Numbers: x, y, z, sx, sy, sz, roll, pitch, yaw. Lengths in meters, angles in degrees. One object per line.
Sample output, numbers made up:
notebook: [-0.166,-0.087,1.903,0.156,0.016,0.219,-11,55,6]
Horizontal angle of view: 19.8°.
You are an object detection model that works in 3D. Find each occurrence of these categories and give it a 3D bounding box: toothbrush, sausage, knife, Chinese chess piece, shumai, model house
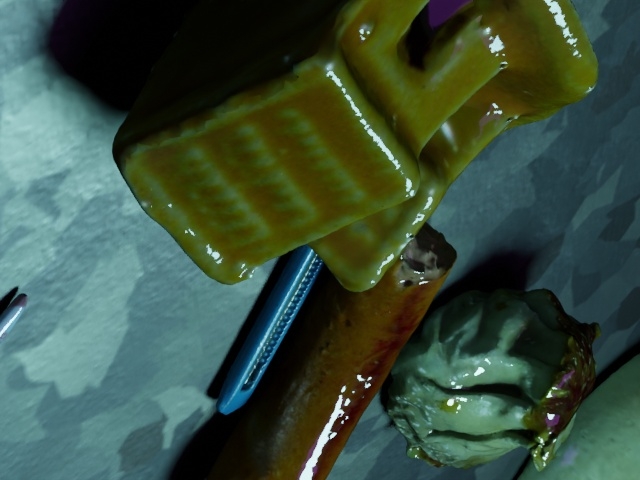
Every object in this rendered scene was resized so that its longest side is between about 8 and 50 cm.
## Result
toothbrush: [-0.229,0.107,1.058,0.193,0.019,0.013,-52,151,2]
sausage: [0.003,0.096,1.292,0.302,0.076,0.103,-61,175,23]
knife: [0.002,0.001,1.242,0.044,0.026,0.297,-19,140,-61]
Chinese chess piece: [0.337,0.264,1.906,0.349,0.146,0.349,-35,149,-25]
shumai: [0.154,0.128,1.488,0.184,0.142,0.184,-32,144,-27]
model house: [0.021,-0.066,1.007,0.239,0.173,0.268,-47,135,-8]
